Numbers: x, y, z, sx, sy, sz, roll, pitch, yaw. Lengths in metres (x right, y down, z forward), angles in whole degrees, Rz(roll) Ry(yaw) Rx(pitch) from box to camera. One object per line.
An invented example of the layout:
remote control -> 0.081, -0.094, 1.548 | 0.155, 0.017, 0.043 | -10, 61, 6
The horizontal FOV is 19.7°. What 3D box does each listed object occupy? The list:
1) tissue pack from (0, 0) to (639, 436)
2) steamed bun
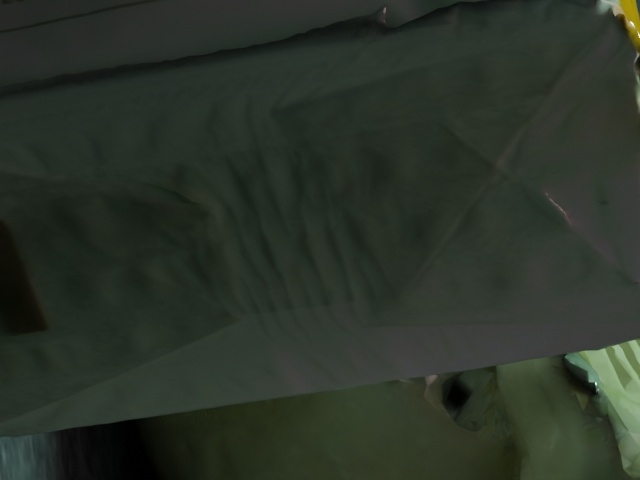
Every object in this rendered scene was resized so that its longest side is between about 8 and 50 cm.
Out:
tissue pack -> -0.012, -0.076, 0.495 | 0.225, 0.185, 0.124 | -90, 169, -46
steamed bun -> 0.051, 0.072, 0.697 | 0.268, 0.207, 0.280 | 45, 25, 10
